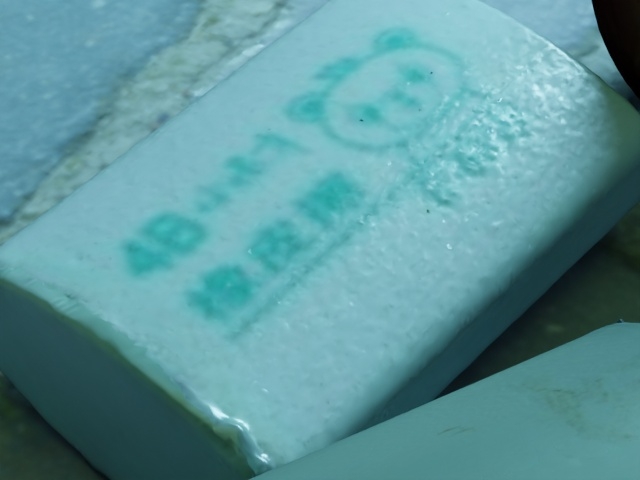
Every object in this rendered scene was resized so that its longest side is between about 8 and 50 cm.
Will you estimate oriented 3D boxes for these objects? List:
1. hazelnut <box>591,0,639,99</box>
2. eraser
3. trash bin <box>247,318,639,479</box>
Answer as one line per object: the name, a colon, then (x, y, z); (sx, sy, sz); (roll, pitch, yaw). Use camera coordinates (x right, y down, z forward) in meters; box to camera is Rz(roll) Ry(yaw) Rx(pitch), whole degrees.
hazelnut: (0.239, -0.118, 0.988); (0.208, 0.208, 0.208); (0, 47, 0)
eraser: (0.000, 0.000, 0.915); (0.189, 0.104, 0.290); (29, 53, 28)
trash bin: (0.038, 0.173, 0.676); (0.263, 0.217, 0.277); (-21, 12, -18)
